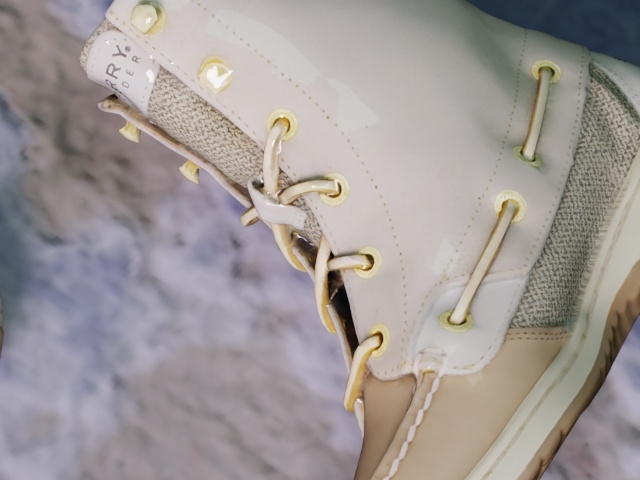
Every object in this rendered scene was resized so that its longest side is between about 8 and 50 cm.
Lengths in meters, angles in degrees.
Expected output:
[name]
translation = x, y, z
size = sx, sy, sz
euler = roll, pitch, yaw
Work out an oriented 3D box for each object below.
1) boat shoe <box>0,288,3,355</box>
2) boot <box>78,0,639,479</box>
[boat shoe]
translation = -0.166, 0.028, 0.607
size = 0.135, 0.050, 0.045
euler = -7, 58, -17
[boot]
translation = 0.000, 0.000, 0.634
size = 0.203, 0.095, 0.262
euler = 31, 58, 5
